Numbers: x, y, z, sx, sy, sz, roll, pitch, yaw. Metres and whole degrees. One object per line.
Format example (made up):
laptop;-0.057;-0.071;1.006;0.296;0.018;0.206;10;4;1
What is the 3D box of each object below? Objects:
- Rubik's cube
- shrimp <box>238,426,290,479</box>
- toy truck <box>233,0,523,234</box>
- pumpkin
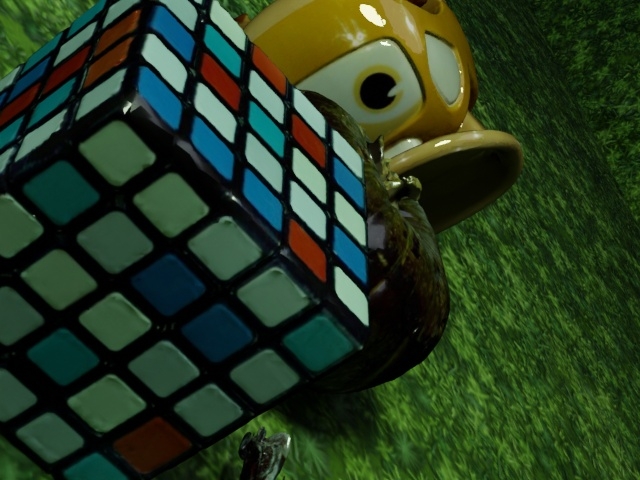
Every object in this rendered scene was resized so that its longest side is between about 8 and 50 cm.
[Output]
Rubik's cube;-0.096;-0.008;0.659;0.184;0.187;0.182;49;22;-25
shrimp;0.002;0.188;0.792;0.174;0.076;0.082;40;-15;-27
toy truck;0.046;-0.122;1.114;0.288;0.204;0.211;23;40;-64
pumpkin;0.002;-0.002;0.902;0.238;0.159;0.238;45;20;-21
